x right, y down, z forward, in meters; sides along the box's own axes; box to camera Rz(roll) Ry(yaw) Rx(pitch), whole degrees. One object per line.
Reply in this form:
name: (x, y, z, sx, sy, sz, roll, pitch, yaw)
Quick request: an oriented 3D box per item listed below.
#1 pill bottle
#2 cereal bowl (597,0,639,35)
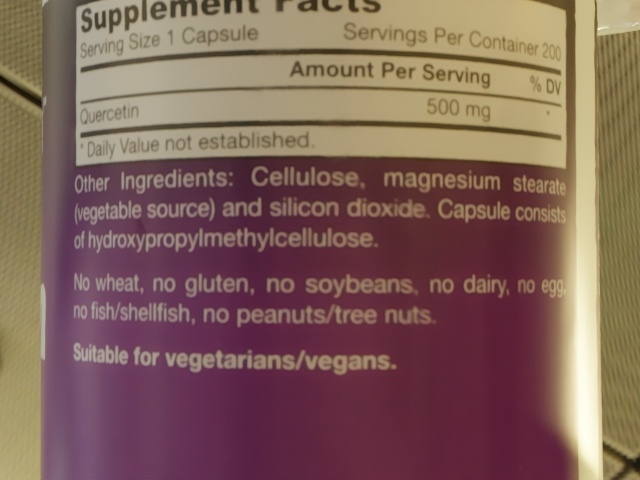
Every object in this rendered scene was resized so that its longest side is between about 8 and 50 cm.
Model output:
pill bottle: (0.000, 0.000, 0.412, 0.182, 0.181, 0.322, 0, -92, 6)
cereal bowl: (0.130, -0.282, 0.640, 0.339, 0.338, 0.141, -1, -22, 6)
